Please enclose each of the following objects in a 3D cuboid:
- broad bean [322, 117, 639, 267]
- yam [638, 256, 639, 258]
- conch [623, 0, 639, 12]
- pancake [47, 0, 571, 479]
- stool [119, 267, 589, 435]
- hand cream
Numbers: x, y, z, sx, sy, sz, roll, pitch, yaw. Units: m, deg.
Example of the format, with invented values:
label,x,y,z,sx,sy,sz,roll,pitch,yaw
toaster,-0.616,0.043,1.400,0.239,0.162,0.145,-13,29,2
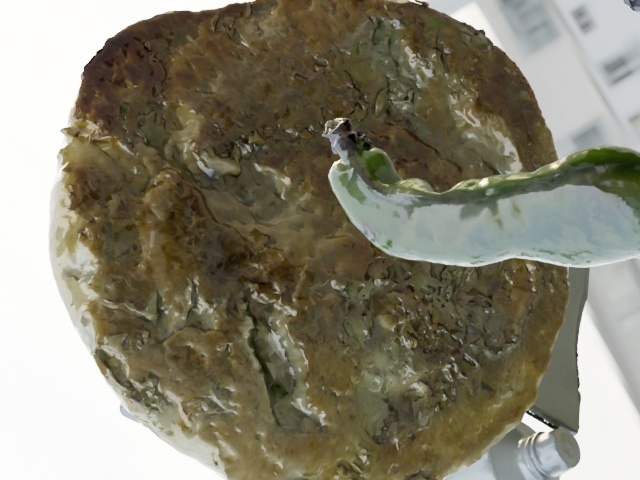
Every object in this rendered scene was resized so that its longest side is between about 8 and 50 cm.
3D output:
label,x,y,z,sx,sy,sz,roll,pitch,yaw
broad bean,0.089,-0.015,0.821,0.046,0.195,0.061,13,-95,-72
yam,0.158,-0.005,1.065,0.129,0.027,0.033,13,153,43
conch,0.111,-0.200,0.788,0.241,0.186,0.313,24,-169,13
pancake,0.001,-0.001,1.144,0.356,0.065,0.356,9,-112,-23
stool,0.025,0.072,1.437,0.270,0.243,0.170,31,-134,-23
hand cream,0.064,0.214,1.438,0.124,0.341,0.078,24,-129,-37
